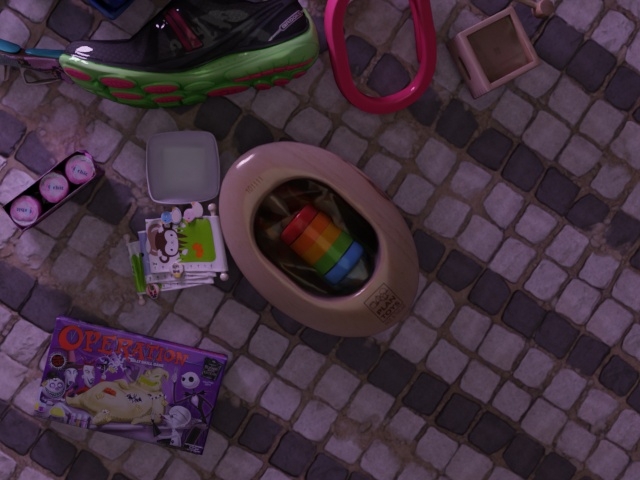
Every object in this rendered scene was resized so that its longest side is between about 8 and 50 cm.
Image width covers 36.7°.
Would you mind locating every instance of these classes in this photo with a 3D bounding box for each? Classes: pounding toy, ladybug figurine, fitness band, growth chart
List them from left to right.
[{"bbox_3d":[-0.281,0.023,1.871,0.237,0.021,0.172,-15,95,26],"label":"growth chart"},{"bbox_3d":[0.000,0.000,1.869,0.305,0.162,0.449,-45,97,1],"label":"ladybug figurine"},{"bbox_3d":[0.115,-0.385,1.851,0.209,0.054,0.291,-18,121,-9],"label":"fitness band"},{"bbox_3d":[0.358,-0.408,1.900,0.206,0.094,0.181,-28,93,-11],"label":"pounding toy"}]

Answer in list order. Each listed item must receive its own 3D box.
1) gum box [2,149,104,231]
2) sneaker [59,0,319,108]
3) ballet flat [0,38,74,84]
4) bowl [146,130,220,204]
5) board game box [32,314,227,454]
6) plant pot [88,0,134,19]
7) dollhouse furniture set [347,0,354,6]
[{"bbox_3d":[-0.504,-0.100,1.841,0.188,0.107,0.062,-37,98,-1],"label":"gum box"},{"bbox_3d":[-0.249,-0.373,1.824,0.482,0.185,0.202,-9,80,-8],"label":"sneaker"},{"bbox_3d":[-0.569,-0.337,1.834,0.221,0.077,0.079,10,114,-6],"label":"ballet flat"},{"bbox_3d":[-0.266,-0.139,1.879,0.141,0.053,0.142,-3,87,-5],"label":"bowl"},{"bbox_3d":[-0.378,0.289,1.925,0.346,0.056,0.208,14,90,-6],"label":"board game box"},{"bbox_3d":[-0.380,-0.557,1.738,0.236,0.212,0.236,41,76,-8],"label":"plant pot"},{"bbox_3d":[0.030,-0.560,1.824,0.123,0.144,0.151,-42,134,1],"label":"dollhouse furniture set"}]
